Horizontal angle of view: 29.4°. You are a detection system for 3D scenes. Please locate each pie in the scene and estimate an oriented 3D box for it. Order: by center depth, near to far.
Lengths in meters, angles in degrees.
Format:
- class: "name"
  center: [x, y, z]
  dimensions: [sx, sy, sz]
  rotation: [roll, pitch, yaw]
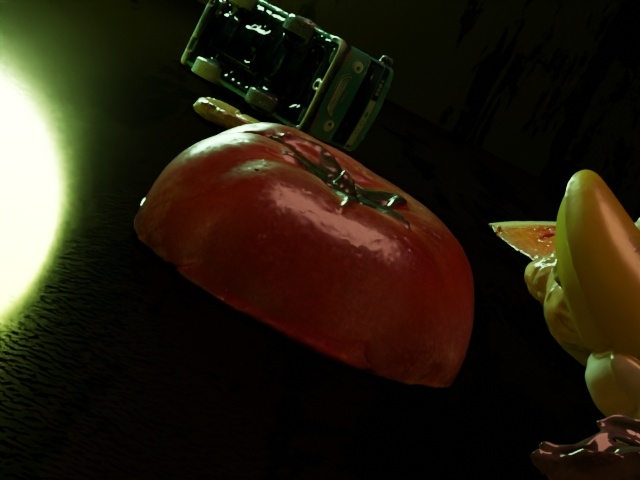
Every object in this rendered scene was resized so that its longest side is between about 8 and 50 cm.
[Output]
- class: "pie"
  center: [-0.087, -0.119, 1.206]
  dimensions: [0.084, 0.020, 0.084]
  rotation: [25, 9, -4]

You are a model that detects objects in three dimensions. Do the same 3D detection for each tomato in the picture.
- class: "tomato"
  center: [0.002, -0.002, 0.714]
  dimensions: [0.225, 0.085, 0.225]
  rotation: [29, 12, -7]

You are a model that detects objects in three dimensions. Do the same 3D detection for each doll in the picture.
- class: "doll"
  center: [0.252, 0.050, 0.789]
  dimensions: [0.237, 0.111, 0.252]
  rotation: [4, 59, -30]

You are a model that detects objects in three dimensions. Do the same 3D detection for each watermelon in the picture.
- class: "watermelon"
  center: [0.279, 0.018, 1.388]
  dimensions: [0.119, 0.063, 0.245]
  rotation: [9, 17, -20]

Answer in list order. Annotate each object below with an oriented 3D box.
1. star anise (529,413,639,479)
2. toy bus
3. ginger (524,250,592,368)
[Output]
- class: "star anise"
  center: [0.194, 0.142, 0.546]
  dimensions: [0.182, 0.065, 0.195]
  rotation: [37, 10, 36]
- class: "toy bus"
  center: [-0.037, -0.209, 1.470]
  dimensions: [0.147, 0.128, 0.256]
  rotation: [19, 12, -46]
- class: "ginger"
  center: [0.291, 0.051, 1.012]
  dimensions: [0.190, 0.126, 0.354]
  rotation: [12, 5, 42]
